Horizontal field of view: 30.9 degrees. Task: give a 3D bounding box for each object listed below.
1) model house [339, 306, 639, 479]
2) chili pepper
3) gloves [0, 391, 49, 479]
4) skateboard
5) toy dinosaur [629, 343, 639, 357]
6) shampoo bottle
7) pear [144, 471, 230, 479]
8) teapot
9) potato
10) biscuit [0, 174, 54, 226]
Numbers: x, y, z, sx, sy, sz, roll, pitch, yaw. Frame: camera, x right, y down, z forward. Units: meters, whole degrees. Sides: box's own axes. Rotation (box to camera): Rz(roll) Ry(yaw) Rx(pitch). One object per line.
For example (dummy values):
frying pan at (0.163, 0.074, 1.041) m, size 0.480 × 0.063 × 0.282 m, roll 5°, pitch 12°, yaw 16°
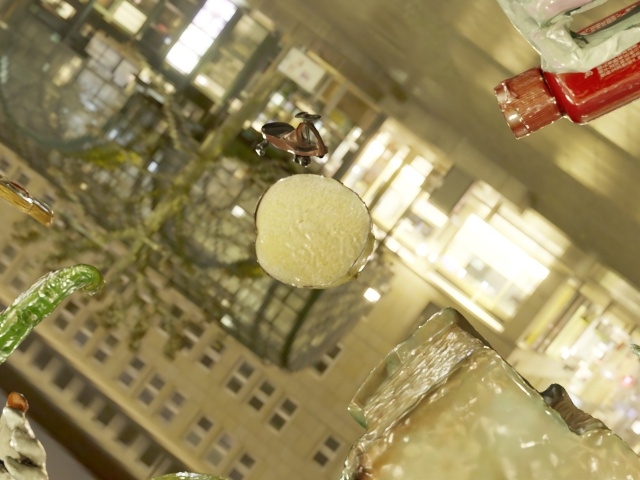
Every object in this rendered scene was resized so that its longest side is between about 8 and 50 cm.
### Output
model house at (0.254, 0.368, 1.821) m, size 0.445 × 0.395 × 0.400 m, roll 44°, pitch -176°, yaw -8°
chili pepper at (-0.466, 0.144, 1.758) m, size 0.076 × 0.359 × 0.085 m, roll 44°, pitch -161°, yaw -14°
gloves at (-0.477, 0.343, 1.777) m, size 0.140 × 0.218 × 0.131 m, roll 16°, pitch 177°, yaw 34°
skateboard at (-0.040, -0.170, 1.861) m, size 0.067 × 0.080 × 0.151 m, roll -18°, pitch -156°, yaw -34°
toy dinosaur at (0.568, 0.228, 1.673) m, size 0.242 × 0.053 × 0.167 m, roll 24°, pitch -167°, yaw -1°
shampoo bottle at (0.356, -0.214, 1.328) m, size 0.076 × 0.314 × 0.118 m, roll 44°, pitch -155°, yaw -52°
pear at (-0.190, 0.383, 1.566) m, size 0.239 × 0.139 × 0.288 m, roll 25°, pitch -170°, yaw -33°
teapot at (0.246, -0.287, 1.168) m, size 0.221 × 0.178 × 0.163 m, roll 41°, pitch -169°, yaw -45°
potato at (0.000, 0.000, 1.803) m, size 0.202 × 0.182 × 0.117 m, roll 19°, pitch 169°, yaw 28°
biscuit at (-0.531, -0.080, 2.022) m, size 0.158 × 0.035 × 0.240 m, roll 34°, pitch 174°, yaw -8°
